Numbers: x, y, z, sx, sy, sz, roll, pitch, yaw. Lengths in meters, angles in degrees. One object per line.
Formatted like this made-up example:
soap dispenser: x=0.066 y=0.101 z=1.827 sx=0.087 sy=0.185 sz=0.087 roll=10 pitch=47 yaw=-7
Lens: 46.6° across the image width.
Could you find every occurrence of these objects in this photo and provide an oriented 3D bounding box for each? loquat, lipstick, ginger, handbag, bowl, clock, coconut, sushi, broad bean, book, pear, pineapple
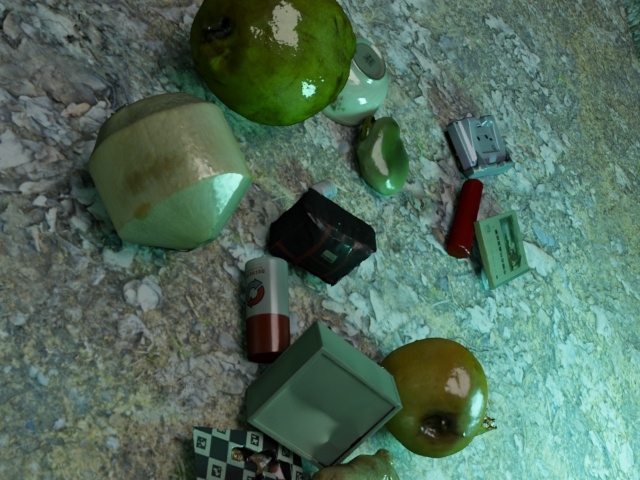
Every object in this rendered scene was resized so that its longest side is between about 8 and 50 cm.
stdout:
loquat: x=0.254 y=0.355 z=1.732 sx=0.274 sy=0.275 sz=0.275 roll=19 pitch=58 yaw=-34
lipstick: x=0.435 y=-0.068 z=2.220 sx=0.073 sy=0.073 sz=0.280 roll=38 pitch=51 yaw=-22
ginger: x=0.081 y=0.517 z=1.514 sx=0.354 sy=0.126 sz=0.190 roll=31 pitch=77 yaw=-57
handbag: x=0.000 y=0.000 z=1.733 sx=0.215 sy=0.169 sz=0.155 roll=31 pitch=38 yaw=-24
bowl: x=0.087 y=-0.470 z=2.064 sx=0.277 sy=0.145 sz=0.277 roll=17 pitch=60 yaw=-33
clock: x=0.520 y=-0.304 z=2.403 sx=0.253 sy=0.083 sz=0.186 roll=-13 pitch=78 yaw=-44
coconut: x=-0.284 y=-0.126 z=1.465 sx=0.323 sy=0.323 sz=0.323 roll=19 pitch=58 yaw=-34
sushi: x=-0.144 y=0.468 z=1.458 sx=0.279 sy=0.043 sz=0.193 roll=16 pitch=56 yaw=-44
broad bean: x=0.171 y=-0.238 z=2.054 sx=0.169 sy=0.100 sz=0.228 roll=-20 pitch=85 yaw=-38
book: x=0.560 y=0.022 z=2.276 sx=0.282 sy=0.025 sz=0.215 roll=-18 pitch=94 yaw=-52
pear: x=-0.111 y=-0.449 z=1.747 sx=0.413 sy=0.352 sz=0.352 roll=2 pitch=68 yaw=-39
pineapple: x=0.382 y=0.461 z=1.905 sx=0.069 sy=0.137 sz=0.116 roll=15 pitch=103 yaw=-32

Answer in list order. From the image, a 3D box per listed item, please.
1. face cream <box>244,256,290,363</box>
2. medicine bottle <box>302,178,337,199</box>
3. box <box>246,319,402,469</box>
face cream: x=-0.114 y=0.150 z=1.607 sx=0.095 sy=0.096 sz=0.214 roll=15 pitch=61 yaw=-36
medicine bottle: x=-0.002 y=-0.120 z=1.870 sx=0.089 sy=0.052 sz=0.052 roll=-30 pitch=91 yaw=-45
box: x=0.004 y=0.319 z=1.525 sx=0.225 sy=0.225 sz=0.117 roll=39 pitch=16 yaw=-20
